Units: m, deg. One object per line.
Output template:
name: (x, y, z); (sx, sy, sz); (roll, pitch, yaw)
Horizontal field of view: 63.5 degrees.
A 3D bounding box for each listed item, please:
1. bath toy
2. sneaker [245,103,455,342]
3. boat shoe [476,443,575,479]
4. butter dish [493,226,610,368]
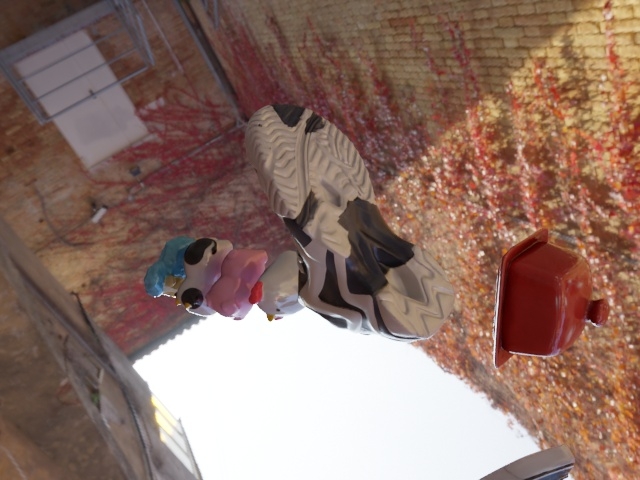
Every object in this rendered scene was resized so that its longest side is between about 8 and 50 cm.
bath toy: (-0.169, 0.078, 0.935); (0.348, 0.151, 0.129); (6, -163, 37)
sneaker: (0.000, 0.000, 0.478); (0.094, 0.235, 0.153); (-47, -174, -30)
boat shoe: (0.241, 0.398, 0.734); (0.301, 0.108, 0.102); (-28, -121, -2)
butter dish: (0.296, 0.078, 0.648); (0.118, 0.160, 0.160); (12, -158, 39)
